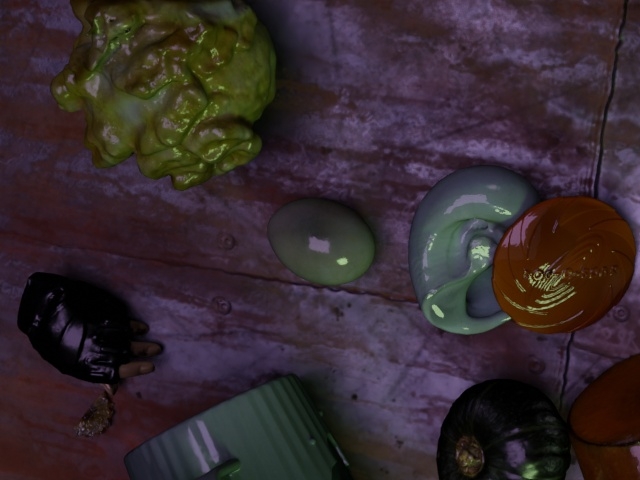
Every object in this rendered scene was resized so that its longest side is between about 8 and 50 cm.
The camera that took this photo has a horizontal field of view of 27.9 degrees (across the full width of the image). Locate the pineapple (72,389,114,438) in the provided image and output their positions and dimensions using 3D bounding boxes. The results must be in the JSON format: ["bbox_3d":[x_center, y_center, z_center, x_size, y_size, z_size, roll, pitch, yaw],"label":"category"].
[{"bbox_3d":[-0.334,0.267,1.921,0.045,0.019,0.083,45,105,13],"label":"pineapple"}]

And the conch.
[{"bbox_3d":[0.203,0.010,1.655,0.185,0.121,0.221,27,103,8],"label":"conch"}]

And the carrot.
[{"bbox_3d":[0.430,0.318,1.566,0.193,0.214,0.331,-19,93,21],"label":"carrot"}]

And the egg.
[{"bbox_3d":[0.000,0.000,1.727,0.152,0.114,0.114,22,102,17],"label":"egg"}]

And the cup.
[{"bbox_3d":[-0.054,0.396,1.658,0.310,0.401,0.392,-24,81,-19],"label":"cup"}]

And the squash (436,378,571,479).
[{"bbox_3d":[0.234,0.274,1.649,0.193,0.156,0.193,-30,46,36],"label":"squash"}]

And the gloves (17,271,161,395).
[{"bbox_3d":[-0.330,0.141,1.863,0.203,0.124,0.164,22,121,23],"label":"gloves"}]

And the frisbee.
[{"bbox_3d":[0.310,0.036,1.617,0.192,0.035,0.192,-4,114,-10],"label":"frisbee"}]

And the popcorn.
[{"bbox_3d":[-0.199,-0.211,1.669,0.312,0.312,0.312,2,96,19],"label":"popcorn"}]
